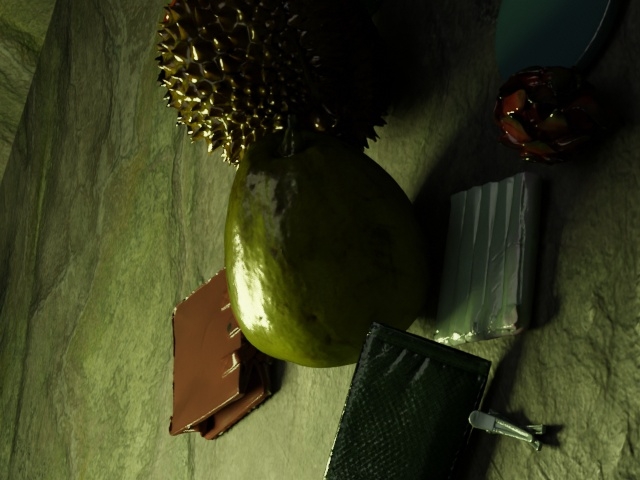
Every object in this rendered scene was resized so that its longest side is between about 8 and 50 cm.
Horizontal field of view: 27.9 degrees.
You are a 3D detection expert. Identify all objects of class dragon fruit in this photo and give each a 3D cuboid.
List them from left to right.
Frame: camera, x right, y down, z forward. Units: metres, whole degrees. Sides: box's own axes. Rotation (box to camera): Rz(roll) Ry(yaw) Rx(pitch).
[{"bbox_3d":[0.253,-0.140,1.439,0.121,0.130,0.142,54,150,4],"label":"dragon fruit"}]

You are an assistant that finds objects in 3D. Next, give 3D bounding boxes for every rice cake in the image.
[{"bbox_3d":[0.204,0.026,1.567,0.189,0.037,0.198,-18,64,60],"label":"rice cake"}]

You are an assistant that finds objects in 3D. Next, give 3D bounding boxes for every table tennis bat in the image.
[{"bbox_3d":[0.300,-0.313,1.512,0.329,0.044,0.215,-59,32,38],"label":"table tennis bat"}]

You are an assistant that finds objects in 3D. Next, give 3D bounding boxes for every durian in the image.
[{"bbox_3d":[-0.069,-0.256,1.857,0.384,0.348,0.347,54,127,50],"label":"durian"}]

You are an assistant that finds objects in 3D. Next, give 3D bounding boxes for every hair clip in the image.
[{"bbox_3d":[0.215,0.216,1.476,0.115,0.039,0.030,5,90,60],"label":"hair clip"}]

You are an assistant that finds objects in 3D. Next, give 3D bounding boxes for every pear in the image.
[{"bbox_3d":[0.000,0.000,1.666,0.287,0.287,0.375,-123,15,-54],"label":"pear"}]

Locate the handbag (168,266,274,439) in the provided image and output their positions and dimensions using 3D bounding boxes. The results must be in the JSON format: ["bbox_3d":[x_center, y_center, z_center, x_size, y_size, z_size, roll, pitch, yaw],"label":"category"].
[{"bbox_3d":[-0.168,0.185,2.181,0.275,0.084,0.260,-39,44,51],"label":"handbag"}]

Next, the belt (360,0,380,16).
[{"bbox_3d":[0.032,-0.386,2.008,0.151,0.079,0.121,-14,68,60],"label":"belt"}]

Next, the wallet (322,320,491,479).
[{"bbox_3d":[0.103,0.230,1.577,0.055,0.160,0.236,-17,-56,-75],"label":"wallet"}]
